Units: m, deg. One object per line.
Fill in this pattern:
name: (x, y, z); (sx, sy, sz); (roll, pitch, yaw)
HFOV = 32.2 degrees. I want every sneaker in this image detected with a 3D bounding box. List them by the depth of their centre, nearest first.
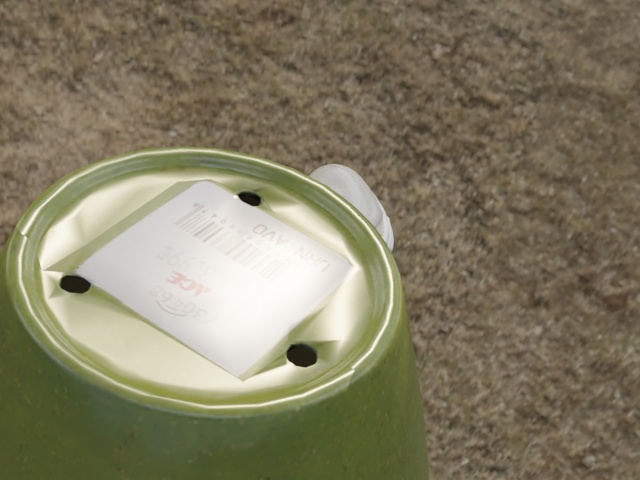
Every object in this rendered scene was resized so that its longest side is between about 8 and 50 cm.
sneaker: (0.000, 0.000, 0.940); (0.099, 0.121, 0.262); (-11, 38, 14)

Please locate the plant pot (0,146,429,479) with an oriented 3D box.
plant pot: (-0.063, 0.116, 0.473); (0.274, 0.294, 0.275); (7, 40, -6)
